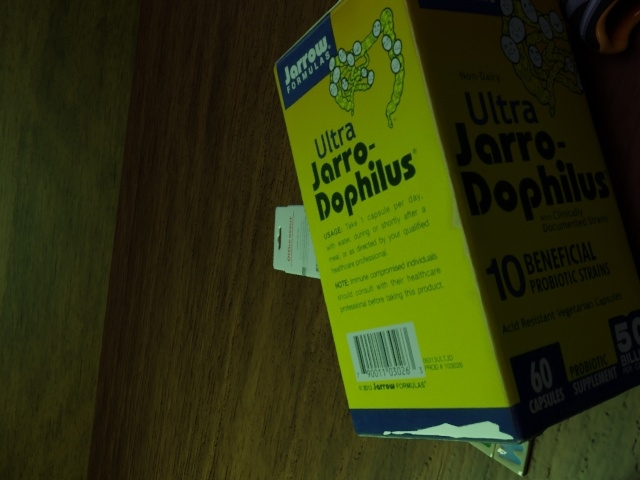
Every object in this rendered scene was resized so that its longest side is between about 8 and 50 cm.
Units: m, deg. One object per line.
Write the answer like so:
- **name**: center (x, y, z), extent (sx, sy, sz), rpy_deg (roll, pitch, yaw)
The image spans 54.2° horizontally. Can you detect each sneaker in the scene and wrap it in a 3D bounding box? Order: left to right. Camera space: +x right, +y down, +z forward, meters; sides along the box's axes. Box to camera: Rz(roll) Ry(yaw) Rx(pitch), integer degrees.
- **sneaker**: center (0.275, -0.237, 0.486), extent (0.215, 0.084, 0.083), rpy_deg (125, 137, -56)

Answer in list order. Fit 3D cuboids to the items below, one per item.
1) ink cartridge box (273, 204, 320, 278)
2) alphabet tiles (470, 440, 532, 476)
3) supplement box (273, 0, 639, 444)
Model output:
- **ink cartridge box**: center (0.000, 0.000, 0.916), extent (0.180, 0.060, 0.104), rpy_deg (6, 94, 57)
- **alphabet tiles**: center (0.169, 0.103, 0.693), extent (0.198, 0.009, 0.238), rpy_deg (21, 106, 56)
- **supplement box**: center (0.118, -0.029, 0.551), extent (0.195, 0.194, 0.357), rpy_deg (-23, 78, 55)
